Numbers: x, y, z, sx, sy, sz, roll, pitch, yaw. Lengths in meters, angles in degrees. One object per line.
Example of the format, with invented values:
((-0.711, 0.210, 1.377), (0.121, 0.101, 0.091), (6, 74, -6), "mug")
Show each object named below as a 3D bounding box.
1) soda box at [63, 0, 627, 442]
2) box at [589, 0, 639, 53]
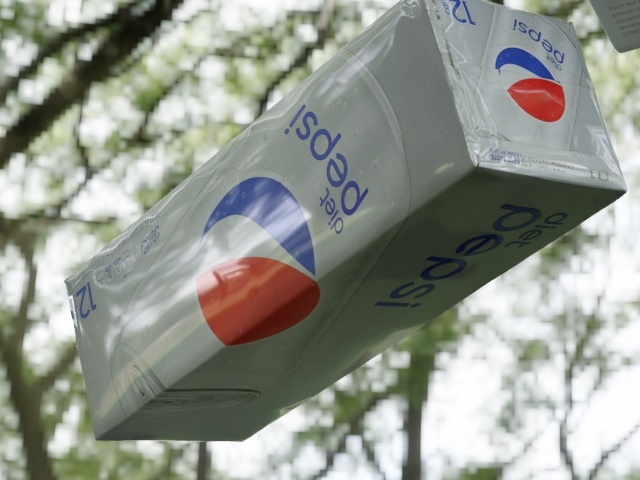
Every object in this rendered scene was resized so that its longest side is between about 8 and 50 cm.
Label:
((0.000, 0.000, 0.915), (0.098, 0.091, 0.286), (7, -31, -41), "soda box")
((0.157, -0.199, 0.923), (0.091, 0.130, 0.170), (-13, -59, 36), "box")
